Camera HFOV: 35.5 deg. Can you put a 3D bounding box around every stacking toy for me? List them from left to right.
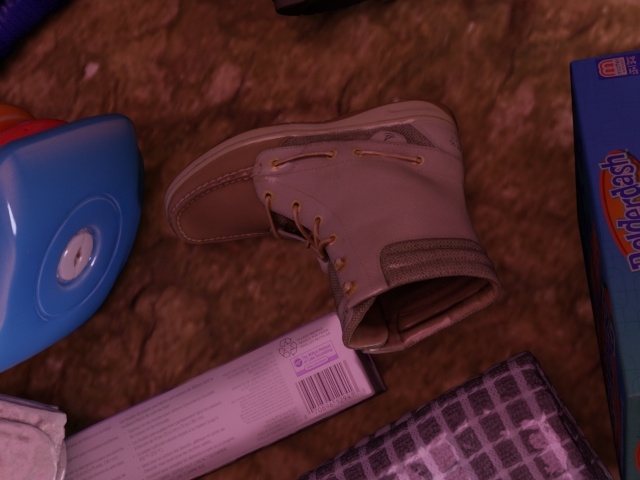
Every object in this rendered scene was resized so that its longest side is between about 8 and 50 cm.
[{"bbox_3d":[-0.291,-0.046,0.702,0.302,0.166,0.175,23,113,15],"label":"stacking toy"}]

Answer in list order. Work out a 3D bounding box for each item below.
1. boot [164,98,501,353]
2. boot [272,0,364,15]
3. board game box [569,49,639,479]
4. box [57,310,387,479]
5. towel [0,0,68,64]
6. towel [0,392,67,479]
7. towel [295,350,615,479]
[{"bbox_3d":[0.000,0.000,0.654,0.213,0.077,0.165,-14,50,7],"label":"boot"},{"bbox_3d":[0.024,-0.279,0.697,0.190,0.076,0.208,-21,96,-5],"label":"boot"},{"bbox_3d":[0.179,0.024,0.567,0.047,0.160,0.210,-8,54,11],"label":"board game box"},{"bbox_3d":[-0.111,0.144,0.704,0.324,0.063,0.067,-27,79,8],"label":"box"},{"bbox_3d":[-0.279,-0.259,0.770,0.308,0.076,0.227,-41,79,5],"label":"towel"},{"bbox_3d":[-0.282,0.224,0.643,0.187,0.049,0.282,16,81,-4],"label":"towel"},{"bbox_3d":[0.105,0.242,0.621,0.235,0.121,0.283,-32,80,8],"label":"towel"}]
